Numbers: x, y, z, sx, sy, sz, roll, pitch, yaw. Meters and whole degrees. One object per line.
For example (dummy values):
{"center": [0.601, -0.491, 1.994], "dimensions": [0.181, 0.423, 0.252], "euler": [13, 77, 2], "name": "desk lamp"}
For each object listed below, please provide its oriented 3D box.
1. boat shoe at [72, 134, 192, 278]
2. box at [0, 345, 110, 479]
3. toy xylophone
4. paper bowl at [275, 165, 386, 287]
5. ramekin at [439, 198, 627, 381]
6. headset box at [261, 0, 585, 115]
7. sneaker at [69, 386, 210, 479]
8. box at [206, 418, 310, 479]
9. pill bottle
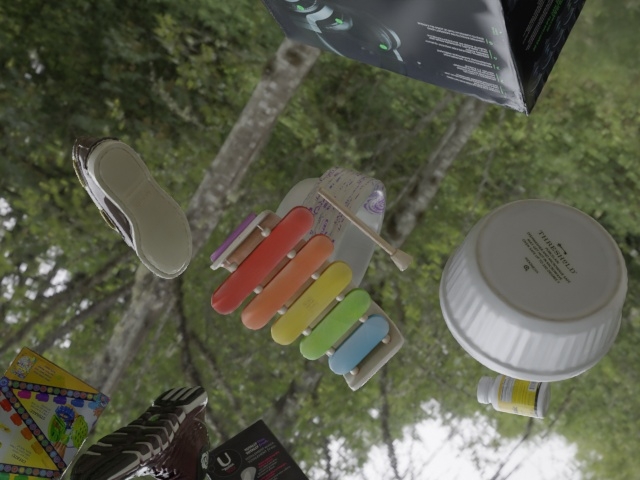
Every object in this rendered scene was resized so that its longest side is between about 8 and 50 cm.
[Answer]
{"center": [-0.335, -0.059, 1.548], "dimensions": [0.096, 0.116, 0.324], "euler": [25, 153, 39], "name": "boat shoe"}
{"center": [-0.541, 0.377, 1.514], "dimensions": [0.177, 0.290, 0.279], "euler": [34, -119, -9], "name": "box"}
{"center": [-0.002, 0.063, 1.308], "dimensions": [0.322, 0.236, 0.081], "euler": [34, -170, -13], "name": "toy xylophone"}
{"center": [0.000, 0.000, 1.563], "dimensions": [0.148, 0.284, 0.284], "euler": [23, -160, 17], "name": "paper bowl"}
{"center": [0.317, 0.060, 1.258], "dimensions": [0.272, 0.127, 0.273], "euler": [1, -125, -2], "name": "ramekin"}
{"center": [0.059, -0.233, 0.647], "dimensions": [0.246, 0.131, 0.283], "euler": [23, 171, 26], "name": "headset box"}
{"center": [-0.248, 0.351, 1.312], "dimensions": [0.106, 0.163, 0.281], "euler": [-3, -163, 33], "name": "sneaker"}
{"center": [-0.108, 0.534, 1.770], "dimensions": [0.165, 0.143, 0.270], "euler": [-30, -134, -18], "name": "box"}
{"center": [0.336, 0.268, 1.495], "dimensions": [0.116, 0.065, 0.065], "euler": [6, -170, 28], "name": "pill bottle"}
